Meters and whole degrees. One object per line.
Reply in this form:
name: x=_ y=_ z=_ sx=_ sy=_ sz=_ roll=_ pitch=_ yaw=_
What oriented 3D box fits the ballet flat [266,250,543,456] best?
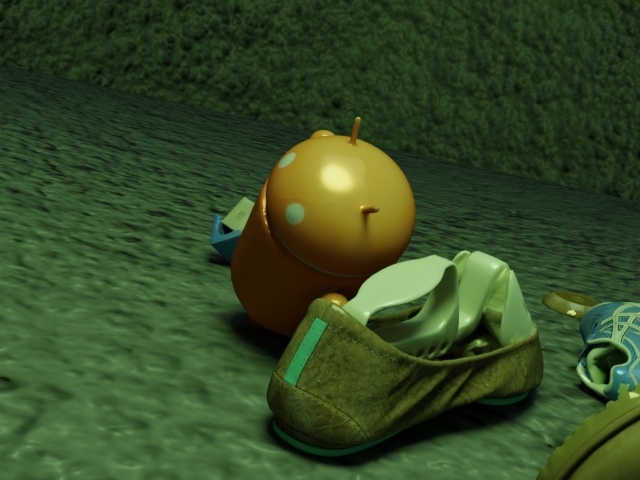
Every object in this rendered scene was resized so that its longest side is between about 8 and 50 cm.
ballet flat: x=0.092 y=0.071 z=0.720 sx=0.116 sy=0.124 sz=0.342 roll=23 pitch=16 yaw=38

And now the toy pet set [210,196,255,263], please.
toy pet set: x=-0.062 y=0.015 z=1.017 sx=0.122 sy=0.065 sz=0.114 roll=32 pitch=-12 yaw=48

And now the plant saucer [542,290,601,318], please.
plant saucer: x=0.319 y=0.079 z=1.149 sx=0.083 sy=0.015 sz=0.083 roll=12 pitch=13 yaw=-3

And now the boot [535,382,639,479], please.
boot: x=0.264 y=0.172 z=0.464 sx=0.089 sy=0.236 sz=0.269 roll=48 pitch=10 yaw=-40

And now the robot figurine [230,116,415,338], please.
robot figurine: x=-0.001 y=-0.002 z=0.767 sx=0.128 sy=0.219 sz=0.158 roll=39 pitch=52 yaw=6

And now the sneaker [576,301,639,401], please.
sneaker: x=0.281 y=0.102 z=0.867 sx=0.081 sy=0.080 sz=0.211 roll=14 pitch=11 yaw=-6
